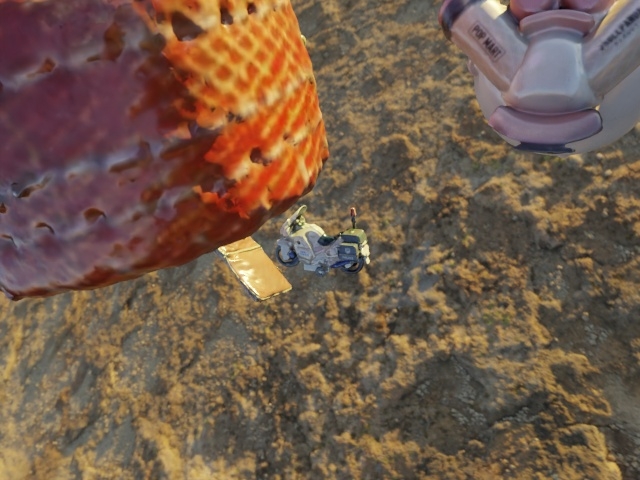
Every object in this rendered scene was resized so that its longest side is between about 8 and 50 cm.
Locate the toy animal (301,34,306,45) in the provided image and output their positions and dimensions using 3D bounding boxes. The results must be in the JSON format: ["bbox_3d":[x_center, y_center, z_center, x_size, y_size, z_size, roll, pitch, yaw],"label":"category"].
[{"bbox_3d":[-0.135,-0.397,1.283,0.218,0.103,0.101,-60,24,3],"label":"toy animal"}]

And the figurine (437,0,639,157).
[{"bbox_3d":[0.295,-0.215,0.705,0.253,0.361,0.210,21,107,22],"label":"figurine"}]

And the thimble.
[{"bbox_3d":[-0.175,-0.109,0.520,0.351,0.230,0.350,-15,19,5],"label":"thimble"}]

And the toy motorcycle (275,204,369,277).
[{"bbox_3d":[0.000,0.000,1.221,0.221,0.102,0.150,6,111,19],"label":"toy motorcycle"}]

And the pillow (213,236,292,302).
[{"bbox_3d":[-0.159,0.025,1.109,0.232,0.126,0.043,49,119,10],"label":"pillow"}]
